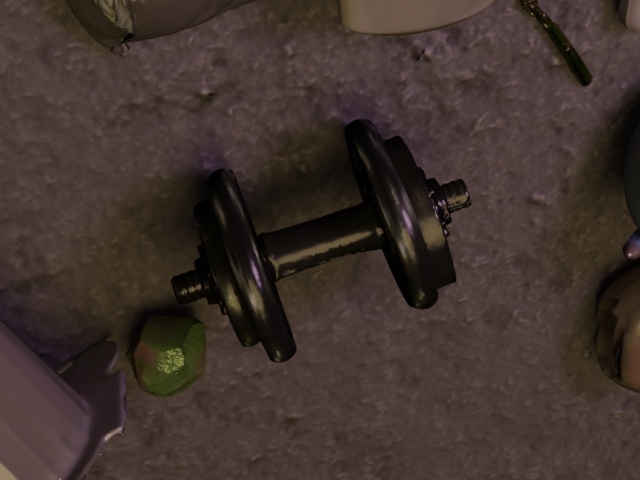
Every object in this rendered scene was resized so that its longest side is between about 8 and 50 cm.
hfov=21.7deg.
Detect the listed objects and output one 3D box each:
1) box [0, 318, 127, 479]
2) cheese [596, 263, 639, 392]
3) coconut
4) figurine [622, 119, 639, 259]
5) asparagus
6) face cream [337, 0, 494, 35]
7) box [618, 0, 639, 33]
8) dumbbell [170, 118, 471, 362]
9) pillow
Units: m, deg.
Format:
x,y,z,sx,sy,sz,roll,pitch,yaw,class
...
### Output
x,y,z,sx,sy,sz,roll,pitch,yaw,class
-0.331,0.139,1.547,0.291,0.262,0.206,-52,122,-25,box
0.440,0.078,1.824,0.286,0.082,0.163,-9,129,-12,cheese
-0.154,0.115,1.661,0.081,0.083,0.082,-2,90,11,coconut
0.490,-0.043,1.670,0.381,0.205,0.225,13,105,-31,figurine
0.226,-0.191,1.589,0.018,0.015,0.127,-37,128,9,asparagus
0.071,-0.324,1.382,0.173,0.081,0.349,-30,133,-26,face cream
0.355,-0.321,1.516,0.142,0.044,0.285,-8,128,-15,box
0.000,0.000,1.550,0.290,0.192,0.192,-20,130,-2,dumbbell
-0.097,-0.250,1.414,0.255,0.059,0.169,-20,127,-1,pillow
